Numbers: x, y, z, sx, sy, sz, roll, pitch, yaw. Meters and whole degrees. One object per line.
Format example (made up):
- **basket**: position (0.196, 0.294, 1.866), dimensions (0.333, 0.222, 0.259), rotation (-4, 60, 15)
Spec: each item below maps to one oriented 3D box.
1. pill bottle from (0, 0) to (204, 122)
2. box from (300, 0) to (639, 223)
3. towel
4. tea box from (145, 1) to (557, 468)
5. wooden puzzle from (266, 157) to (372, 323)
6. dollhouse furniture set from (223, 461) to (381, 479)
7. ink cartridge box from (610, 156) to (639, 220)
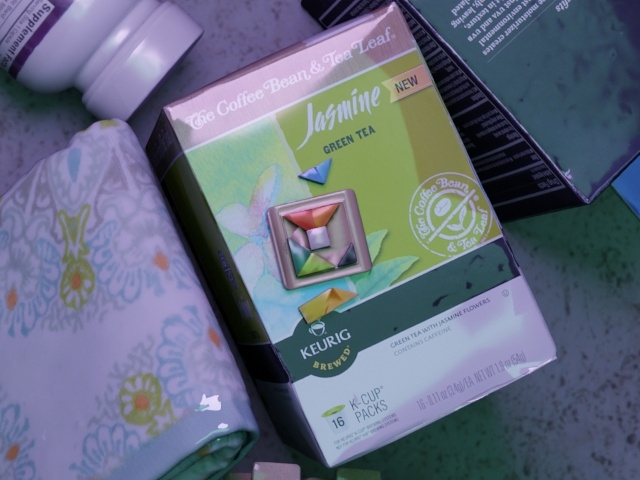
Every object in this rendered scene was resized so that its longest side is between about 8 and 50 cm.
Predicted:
- **pill bottle**: position (-0.256, -0.239, 1.787), dimensions (0.301, 0.169, 0.169), rotation (40, 83, -5)
- **box**: position (0.162, -0.184, 1.783), dimensions (0.183, 0.296, 0.294), rotation (-42, 94, -8)
- **towel**: position (-0.245, 0.126, 1.679), dimensions (0.374, 0.090, 0.320), rotation (-37, 63, 22)
- **tea box**: position (0.012, 0.000, 1.734), dimensions (0.220, 0.329, 0.323), rotation (-26, 92, -8)
- **wooden puzzle**: position (0.000, 0.000, 1.560), dimensions (0.079, 0.014, 0.116), rotation (-20, 89, -7)
- **dollhouse furniture set**: position (-0.011, 0.285, 1.737), dimensions (0.259, 0.262, 0.135), rotation (7, 73, -25)
- **ink cartridge box**: position (0.413, -0.060, 1.940), dimensions (0.208, 0.045, 0.206), rotation (-42, 94, -7)
